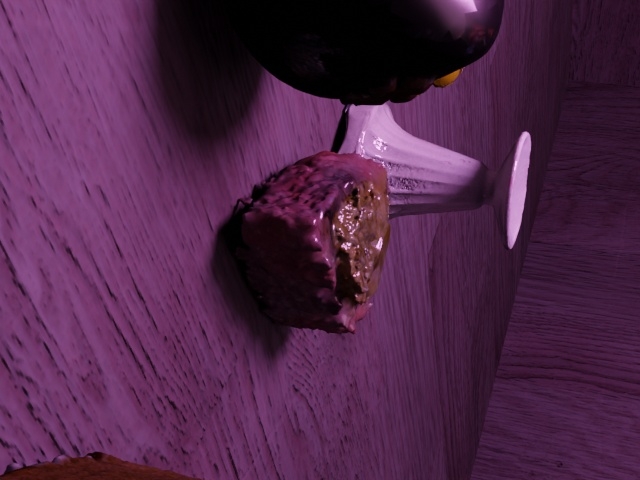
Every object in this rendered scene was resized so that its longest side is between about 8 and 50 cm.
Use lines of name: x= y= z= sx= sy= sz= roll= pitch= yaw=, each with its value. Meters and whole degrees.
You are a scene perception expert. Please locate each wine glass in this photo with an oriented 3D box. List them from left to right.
wine glass: x=0.121 y=-0.065 z=1.115 sx=0.165 sy=0.197 sz=0.164 roll=10 pitch=90 yaw=-71

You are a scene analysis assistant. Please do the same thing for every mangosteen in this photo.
mangosteen: x=0.027 y=-0.214 z=0.750 sx=0.243 sy=0.243 sz=0.242 roll=8 pitch=90 yaw=-72

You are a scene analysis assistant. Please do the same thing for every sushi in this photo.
sushi: x=0.004 y=-0.016 z=0.927 sx=0.241 sy=0.108 sz=0.161 roll=65 pitch=33 yaw=-59

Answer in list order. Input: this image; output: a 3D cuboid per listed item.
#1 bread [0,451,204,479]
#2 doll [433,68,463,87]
bread: x=-0.179 y=0.198 z=0.436 sx=0.416 sy=0.113 sz=0.165 roll=15 pitch=83 yaw=-71
doll: x=0.082 y=-0.236 z=1.044 sx=0.221 sy=0.143 sz=0.135 roll=53 pitch=20 yaw=-74
